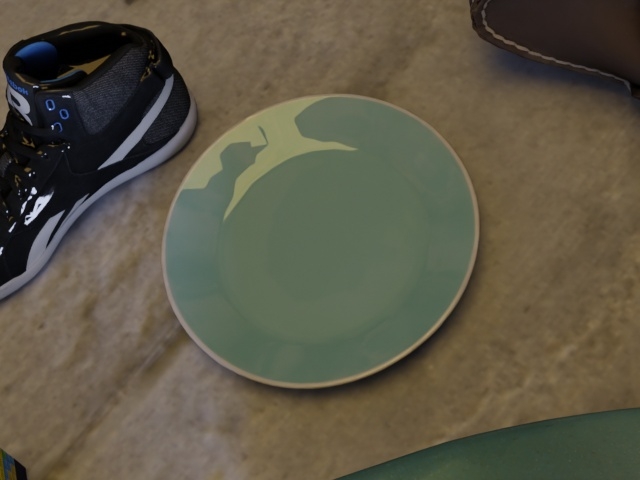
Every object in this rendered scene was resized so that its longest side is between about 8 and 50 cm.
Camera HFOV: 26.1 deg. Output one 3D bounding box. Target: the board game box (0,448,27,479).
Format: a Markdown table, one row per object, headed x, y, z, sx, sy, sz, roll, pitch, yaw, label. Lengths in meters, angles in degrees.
| x | y | z | sx | sy | sz | roll | pitch | yaw | label |
| --- | --- | --- | --- | --- | --- | --- | --- | --- | --- |
| -0.235 | 0.205 | 0.745 | 0.170 | 0.048 | 0.141 | -18 | 60 | 4 | board game box |

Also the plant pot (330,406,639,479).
| x | y | z | sx | sy | sz | roll | pitch | yaw | label |
| --- | --- | --- | --- | --- | --- | --- | --- | --- | --- |
| 0.096 | 0.179 | 0.624 | 0.234 | 0.165 | 0.165 | -21 | 62 | -4 | plant pot |

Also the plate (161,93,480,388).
| x | y | z | sx | sy | sz | roll | pitch | yaw | label |
| --- | --- | --- | --- | --- | --- | --- | --- | --- | --- |
| 0.000 | 0.000 | 0.803 | 0.188 | 0.024 | 0.188 | -5 | 64 | 11 | plate |

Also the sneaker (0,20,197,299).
| x | y | z | sx | sy | sz | roll | pitch | yaw | label |
| --- | --- | --- | --- | --- | --- | --- | --- | --- | --- |
| -0.180 | -0.053 | 0.814 | 0.217 | 0.121 | 0.079 | -41 | 62 | -8 | sneaker |

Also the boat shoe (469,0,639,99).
| x | y | z | sx | sy | sz | roll | pitch | yaw | label |
| --- | --- | --- | --- | --- | --- | --- | --- | --- | --- |
| 0.233 | -0.108 | 0.753 | 0.324 | 0.116 | 0.096 | 11 | 64 | 11 | boat shoe |
